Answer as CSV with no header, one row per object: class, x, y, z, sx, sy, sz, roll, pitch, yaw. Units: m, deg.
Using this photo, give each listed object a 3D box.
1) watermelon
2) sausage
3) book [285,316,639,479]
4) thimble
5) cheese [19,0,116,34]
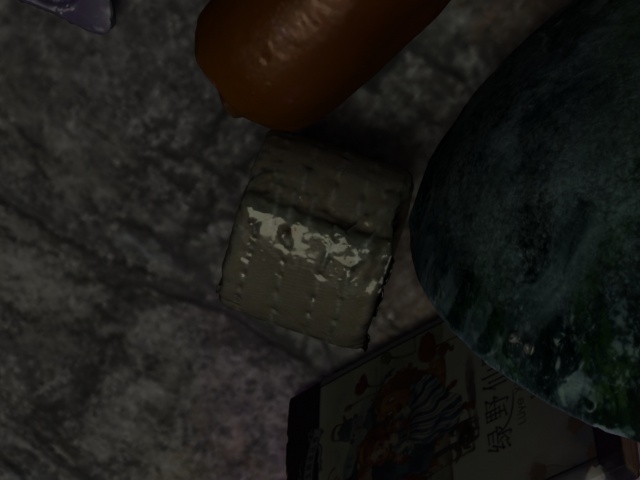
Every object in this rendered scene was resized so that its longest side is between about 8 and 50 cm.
watermelon,0.177,-0.002,0.891,0.289,0.320,0.213,-5,158,38
sausage,0.022,-0.145,0.904,0.098,0.098,0.238,41,121,-10
book,0.069,0.108,1.003,0.231,0.157,0.026,-30,129,29
thimble,0.000,0.000,0.988,0.090,0.102,0.115,19,158,5
cheese,-0.133,-0.204,0.939,0.105,0.042,0.191,24,124,2
